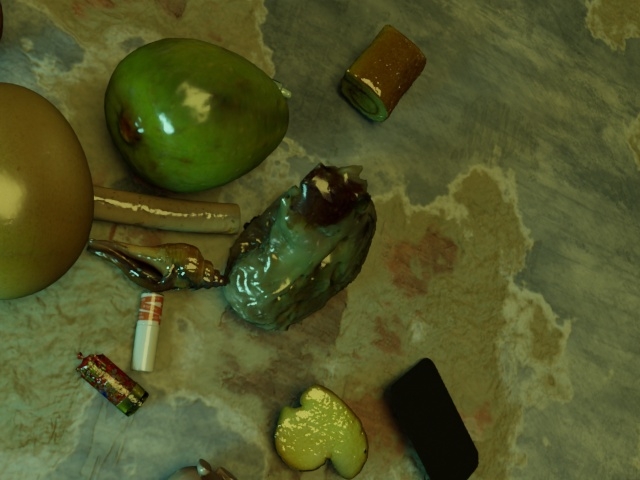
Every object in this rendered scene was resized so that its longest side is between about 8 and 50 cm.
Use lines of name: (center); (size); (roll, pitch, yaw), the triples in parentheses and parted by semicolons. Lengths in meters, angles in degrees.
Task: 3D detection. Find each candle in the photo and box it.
candle: (-0.341, 0.224, 1.082); (0.131, 0.052, 0.052); (46, 64, -11)

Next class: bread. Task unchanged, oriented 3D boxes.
bread: (0.131, -0.350, 1.411); (0.132, 0.103, 0.172); (40, 65, -9)
bread: (-0.001, 0.358, 1.216); (0.149, 0.065, 0.188); (-43, 102, -16)

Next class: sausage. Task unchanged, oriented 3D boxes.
sausage: (-0.284, -0.052, 1.166); (0.301, 0.066, 0.066); (6, 76, -23)

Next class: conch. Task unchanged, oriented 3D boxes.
conch: (-0.276, 0.046, 1.144); (0.232, 0.080, 0.086); (-1, 54, -4)

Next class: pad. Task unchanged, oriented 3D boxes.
pad: (0.163, 0.400, 1.285); (0.323, 0.055, 0.250); (-26, 90, -28)

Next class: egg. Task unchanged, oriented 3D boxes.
egg: (-0.462, -0.074, 0.977); (0.250, 0.250, 0.322); (-2, 77, -26)

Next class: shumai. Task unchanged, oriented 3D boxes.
shumai: (0.002, 0.000, 1.170); (0.346, 0.283, 0.217); (-38, 95, -30)

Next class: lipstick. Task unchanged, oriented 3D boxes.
lipstick: (-0.291, 0.154, 1.128); (0.038, 0.038, 0.131); (12, 74, -23)

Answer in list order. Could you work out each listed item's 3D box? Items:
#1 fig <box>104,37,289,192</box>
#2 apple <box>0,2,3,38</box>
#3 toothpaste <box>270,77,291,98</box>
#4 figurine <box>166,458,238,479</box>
fig: (-0.192, -0.216, 1.147); (0.326, 0.258, 0.258); (-12, 84, -41)
apple: (-0.587, -0.355, 1.017); (0.188, 0.188, 0.174); (-19, 83, -28)
toothpaste: (-0.151, -0.323, 1.309); (0.204, 0.031, 0.049); (22, 70, -18)
figurine: (-0.200, 0.423, 1.066); (0.125, 0.125, 0.138); (37, 76, -14)
